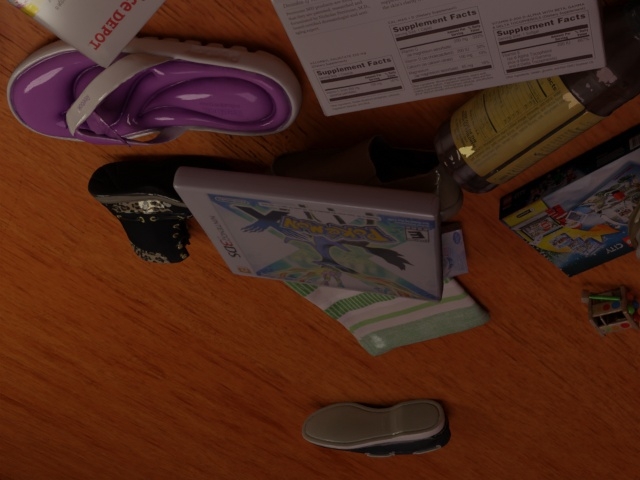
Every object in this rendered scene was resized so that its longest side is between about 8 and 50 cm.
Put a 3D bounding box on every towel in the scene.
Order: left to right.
[{"bbox_3d":[0.085,0.076,1.287,0.248,0.038,0.325,-22,130,35],"label":"towel"}]

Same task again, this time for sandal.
[{"bbox_3d":[-0.232,-0.175,1.010,0.416,0.102,0.169,-2,139,18],"label":"sandal"}]

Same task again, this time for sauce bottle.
[{"bbox_3d":[0.276,-0.173,0.865,0.111,0.111,0.344,32,138,-23],"label":"sauce bottle"}]

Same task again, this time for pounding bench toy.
[{"bbox_3d":[0.441,0.099,1.203,0.065,0.052,0.083,-20,131,34],"label":"pounding bench toy"}]

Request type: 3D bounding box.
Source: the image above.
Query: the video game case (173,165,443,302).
[{"bbox_3d":[0.000,0.000,1.076,0.329,0.036,0.300,7,158,13],"label":"video game case"}]

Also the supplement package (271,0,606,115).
[{"bbox_3d":[0.116,-0.254,0.732,0.262,0.204,0.145,-6,139,22],"label":"supplement package"}]

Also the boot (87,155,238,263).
[{"bbox_3d":[-0.210,-0.039,1.195,0.236,0.085,0.178,2,145,12],"label":"boot"}]

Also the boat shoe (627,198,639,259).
[{"bbox_3d":[0.432,-0.103,0.878,0.113,0.103,0.302,14,113,-23],"label":"boat shoe"}]

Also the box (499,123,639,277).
[{"bbox_3d":[0.378,-0.047,1.046,0.159,0.044,0.233,35,137,-25],"label":"box"}]

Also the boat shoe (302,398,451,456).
[{"bbox_3d":[0.113,0.393,1.612,0.303,0.114,0.091,-5,133,23],"label":"boat shoe"}]

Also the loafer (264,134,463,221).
[{"bbox_3d":[0.054,-0.091,1.042,0.269,0.102,0.092,5,132,12],"label":"loafer"}]

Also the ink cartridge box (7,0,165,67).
[{"bbox_3d":[-0.240,-0.327,0.769,0.233,0.168,0.171,35,136,-26],"label":"ink cartridge box"}]

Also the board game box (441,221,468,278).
[{"bbox_3d":[0.170,0.022,1.179,0.090,0.020,0.090,-14,129,4],"label":"board game box"}]
